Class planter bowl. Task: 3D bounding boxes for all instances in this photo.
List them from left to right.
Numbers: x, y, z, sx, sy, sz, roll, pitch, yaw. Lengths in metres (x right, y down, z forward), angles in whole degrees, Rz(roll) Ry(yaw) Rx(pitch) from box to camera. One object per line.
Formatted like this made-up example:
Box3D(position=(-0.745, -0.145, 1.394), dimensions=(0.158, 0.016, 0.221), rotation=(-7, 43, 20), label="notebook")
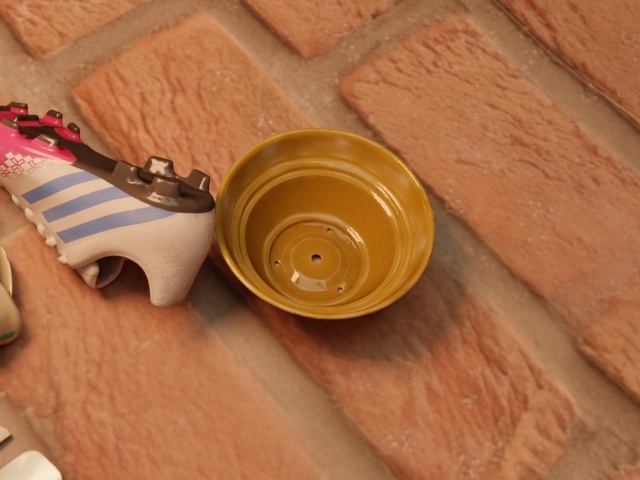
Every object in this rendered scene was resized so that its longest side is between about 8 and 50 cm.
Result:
Box3D(position=(0.000, 0.000, 1.155), dimensions=(0.217, 0.090, 0.217), rotation=(3, 60, -6), label="planter bowl")

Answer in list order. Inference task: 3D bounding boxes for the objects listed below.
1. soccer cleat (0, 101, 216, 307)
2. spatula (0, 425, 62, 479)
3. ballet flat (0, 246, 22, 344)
Box3D(position=(-0.251, -0.037, 1.132), dimensions=(0.331, 0.143, 0.116), rotation=(23, 17, 27), label="soccer cleat")
Box3D(position=(-0.365, 0.242, 1.005), dimensions=(0.168, 0.019, 0.242), rotation=(39, 62, 14), label="spatula")
Box3D(position=(-0.354, 0.000, 1.123), dimensions=(0.086, 0.086, 0.248), rotation=(-20, 66, -18), label="ballet flat")
